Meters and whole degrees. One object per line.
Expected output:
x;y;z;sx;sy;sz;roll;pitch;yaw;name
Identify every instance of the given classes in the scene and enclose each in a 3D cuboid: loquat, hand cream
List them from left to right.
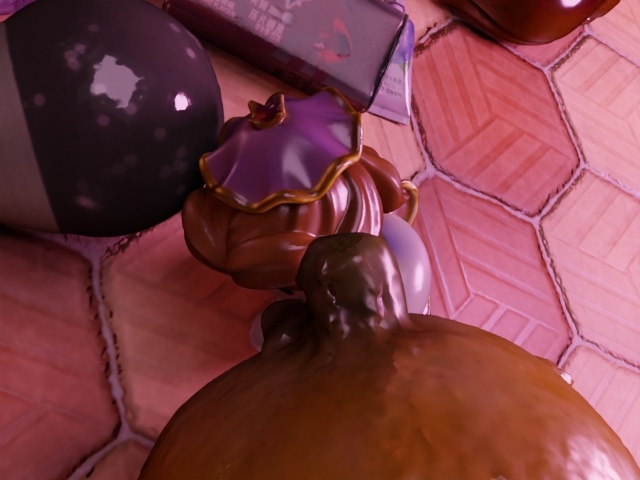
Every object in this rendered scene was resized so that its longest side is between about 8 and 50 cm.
0.035;0.171;0.424;0.329;0.328;0.359;-11;100;-32;loquat
0.074;-0.206;0.799;0.084;0.053;0.142;16;72;-18;hand cream

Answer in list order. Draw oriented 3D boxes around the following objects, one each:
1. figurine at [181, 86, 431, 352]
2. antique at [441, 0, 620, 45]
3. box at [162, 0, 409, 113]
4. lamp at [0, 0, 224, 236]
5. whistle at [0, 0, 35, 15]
0.000;0.000;0.542;0.189;0.142;0.263;-58;143;-15;figurine
0.275;-0.362;0.928;0.278;0.129;0.223;6;68;-24;antique
-0.033;-0.225;0.714;0.224;0.069;0.120;26;82;-15;box
-0.226;-0.073;0.530;0.314;0.182;0.181;-17;75;0;lamp
-0.317;-0.190;0.580;0.177;0.033;0.033;-24;81;-35;whistle
